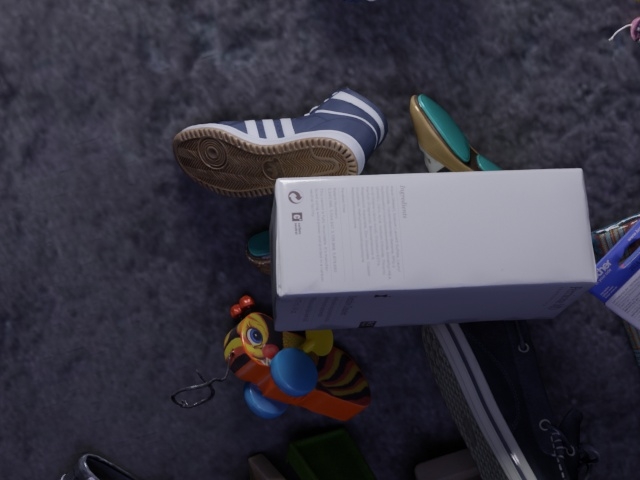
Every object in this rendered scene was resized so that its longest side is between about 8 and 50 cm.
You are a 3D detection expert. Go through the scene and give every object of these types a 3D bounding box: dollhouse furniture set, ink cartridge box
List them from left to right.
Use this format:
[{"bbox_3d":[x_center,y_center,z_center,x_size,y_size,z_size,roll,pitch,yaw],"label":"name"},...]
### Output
[{"bbox_3d":[0.107,0.388,2.026,0.301,0.151,0.198,-12,131,-25],"label":"dollhouse furniture set"},{"bbox_3d":[0.529,0.072,1.851,0.311,0.065,0.186,33,114,-16],"label":"ink cartridge box"}]

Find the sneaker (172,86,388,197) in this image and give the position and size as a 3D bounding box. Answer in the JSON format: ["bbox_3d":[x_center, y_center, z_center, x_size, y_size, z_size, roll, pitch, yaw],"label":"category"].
[{"bbox_3d":[-0.047,-0.133,1.757,0.282,0.153,0.099,4,123,29],"label":"sneaker"}]

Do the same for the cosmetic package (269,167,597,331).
[{"bbox_3d":[0.130,0.015,1.675,0.384,0.217,0.156,-1,75,-3],"label":"cosmetic package"}]

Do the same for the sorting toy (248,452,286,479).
[{"bbox_3d":[-0.059,0.490,1.953,0.089,0.257,0.256,-17,119,-23],"label":"sorting toy"}]

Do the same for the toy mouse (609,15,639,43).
[{"bbox_3d":[0.456,-0.297,1.728,0.143,0.031,0.161,40,108,-19],"label":"toy mouse"}]

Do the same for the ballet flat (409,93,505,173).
[{"bbox_3d":[0.185,-0.099,1.788,0.232,0.080,0.073,41,119,-19],"label":"ballet flat"}]

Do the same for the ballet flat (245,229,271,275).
[{"bbox_3d":[0.000,0.000,1.840,0.206,0.073,0.067,-13,143,6],"label":"ballet flat"}]

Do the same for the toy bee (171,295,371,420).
[{"bbox_3d":[-0.063,0.156,1.867,0.195,0.162,0.298,-26,147,26],"label":"toy bee"}]

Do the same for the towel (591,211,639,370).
[{"bbox_3d":[0.572,0.095,1.922,0.271,0.040,0.370,-23,115,7],"label":"towel"}]

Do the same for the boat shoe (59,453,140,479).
[{"bbox_3d":[-0.252,0.421,2.006,0.301,0.108,0.102,35,111,-10],"label":"boat shoe"}]

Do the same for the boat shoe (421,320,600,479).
[{"bbox_3d":[0.298,0.297,1.812,0.156,0.500,0.187,-18,156,-12],"label":"boat shoe"}]

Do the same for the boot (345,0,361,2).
[{"bbox_3d":[0.079,-0.339,1.675,0.189,0.069,0.086,13,122,0],"label":"boot"}]
